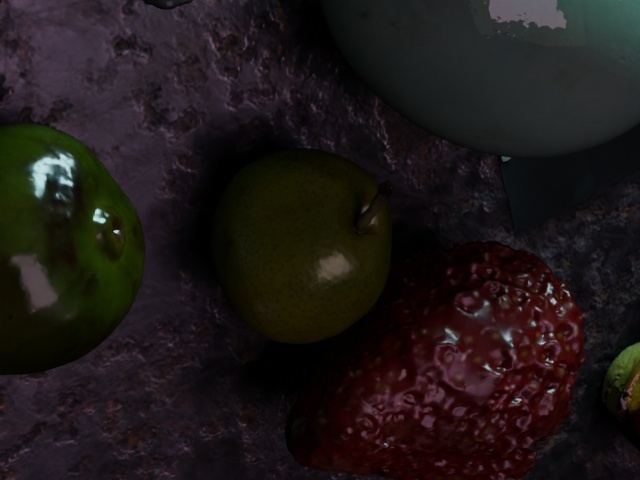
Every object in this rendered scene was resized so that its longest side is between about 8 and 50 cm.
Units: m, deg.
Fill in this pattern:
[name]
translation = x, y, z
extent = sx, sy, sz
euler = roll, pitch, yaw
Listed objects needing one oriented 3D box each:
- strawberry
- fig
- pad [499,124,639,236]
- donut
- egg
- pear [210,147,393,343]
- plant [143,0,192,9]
[strawberry]
translation = 0.102, 0.118, 1.593
extent = 0.257, 0.261, 0.261
euler = 20, 96, -25
[fig]
translation = -0.267, 0.014, 1.379
extent = 0.225, 0.203, 0.203
euler = -18, 125, 18
[pad]
translation = 0.271, -0.093, 1.775
extent = 0.193, 0.004, 0.116
euler = -28, 121, -22
[donut]
translation = 0.379, 0.175, 1.909
extent = 0.140, 0.059, 0.140
euler = -11, 113, -28
[egg]
translation = 0.169, -0.215, 1.495
extent = 0.389, 0.276, 0.276
euler = 14, 100, -38
[pear]
translation = 0.000, 0.000, 1.507
extent = 0.166, 0.216, 0.180
euler = 21, 64, -39
[plant]
translation = -0.157, -0.287, 1.344
extent = 0.131, 0.142, 0.203
euler = -21, 130, -32
